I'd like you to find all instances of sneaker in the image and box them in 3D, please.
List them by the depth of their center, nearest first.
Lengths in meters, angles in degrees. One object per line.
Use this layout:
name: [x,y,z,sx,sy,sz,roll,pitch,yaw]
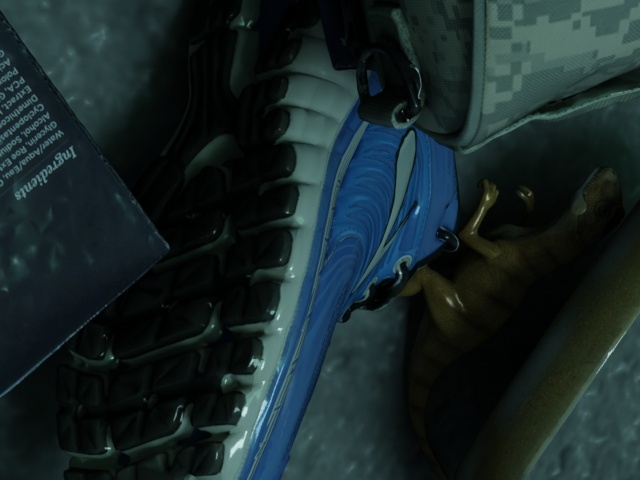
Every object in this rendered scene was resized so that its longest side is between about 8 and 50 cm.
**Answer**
sneaker: [0.000,0.000,0.650,0.147,0.130,0.330,40,58,-36]

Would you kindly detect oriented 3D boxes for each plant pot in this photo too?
plant pot: [0.133,0.051,0.753,0.032,0.236,0.236,34,79,11]

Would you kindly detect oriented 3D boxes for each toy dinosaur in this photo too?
toy dinosaur: [0.068,0.034,0.761,0.064,0.112,0.211,-22,154,-50]

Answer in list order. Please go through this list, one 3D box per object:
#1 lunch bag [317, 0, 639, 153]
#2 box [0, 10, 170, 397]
lunch bag: [0.146,-0.178,0.530,0.305,0.212,0.256,-11,104,-10]
box: [-0.161,-0.040,0.563,0.093,0.156,0.158,-43,118,-16]
